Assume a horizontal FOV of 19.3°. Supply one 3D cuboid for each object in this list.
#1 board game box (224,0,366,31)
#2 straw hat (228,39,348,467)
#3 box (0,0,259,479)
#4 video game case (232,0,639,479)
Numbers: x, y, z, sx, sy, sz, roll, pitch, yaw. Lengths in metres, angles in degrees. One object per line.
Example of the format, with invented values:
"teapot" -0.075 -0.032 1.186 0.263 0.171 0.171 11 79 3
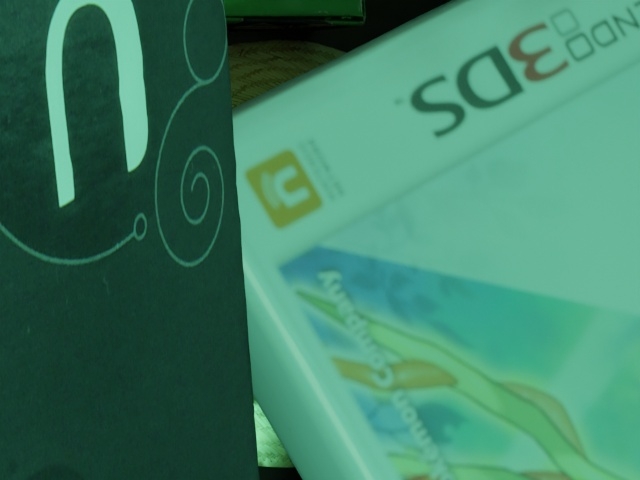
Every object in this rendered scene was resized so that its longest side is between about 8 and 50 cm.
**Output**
"board game box" -0.095 -0.223 0.572 0.213 0.046 0.317 -3 92 -23
"straw hat" 0.000 0.000 0.600 0.144 0.061 0.145 2 83 -18
"box" -0.117 -0.022 0.438 0.165 0.143 0.270 -35 127 -56
"video game case" 0.142 0.057 0.595 0.300 0.036 0.329 -29 88 -33
